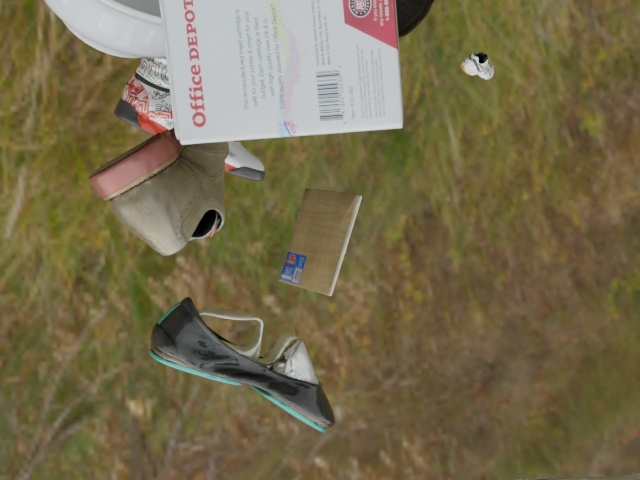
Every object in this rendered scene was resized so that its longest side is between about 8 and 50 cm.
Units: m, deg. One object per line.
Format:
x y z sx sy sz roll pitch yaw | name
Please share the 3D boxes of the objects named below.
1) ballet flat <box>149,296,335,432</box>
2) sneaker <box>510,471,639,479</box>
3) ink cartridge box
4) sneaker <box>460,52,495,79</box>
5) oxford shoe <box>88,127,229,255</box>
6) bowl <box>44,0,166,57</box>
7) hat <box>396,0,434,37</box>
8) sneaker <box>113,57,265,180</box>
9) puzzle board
-0.074 0.147 1.677 0.280 0.095 0.096 28 92 -32 | ballet flat
0.260 0.294 1.468 0.258 0.094 0.091 -15 176 7 | sneaker
-0.027 -0.148 1.064 0.175 0.128 0.072 -4 -165 4 | ink cartridge box
0.259 -0.280 2.204 0.083 0.032 0.037 -3 139 -53 | sneaker
-0.164 -0.058 1.587 0.123 0.130 0.348 -28 -174 16 | oxford shoe
-0.225 -0.313 1.636 0.297 0.298 0.134 7 139 -28 | bowl
0.018 -0.442 2.148 0.331 0.331 0.134 -9 140 -1 | hat
-0.188 -0.209 2.228 0.270 0.145 0.090 26 -178 6 | sneaker
0.000 0.000 1.312 0.011 0.096 0.128 17 178 -22 | puzzle board
